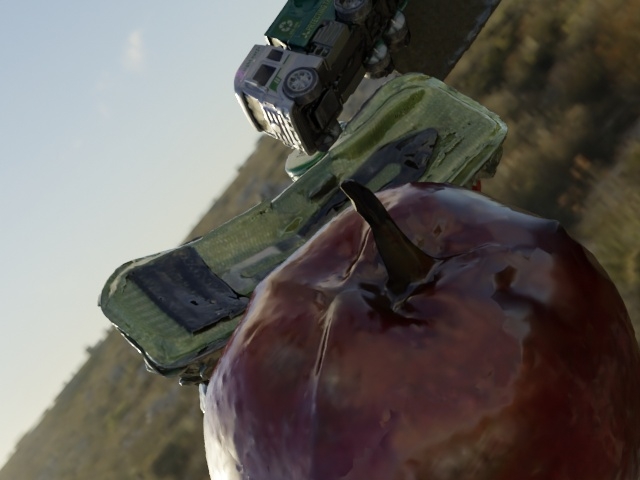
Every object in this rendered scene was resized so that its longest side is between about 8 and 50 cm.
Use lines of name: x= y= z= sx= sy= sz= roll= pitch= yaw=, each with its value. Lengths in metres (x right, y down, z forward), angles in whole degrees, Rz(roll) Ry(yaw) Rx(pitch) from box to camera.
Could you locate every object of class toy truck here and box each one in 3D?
toy truck: x=-0.001 y=-0.197 z=1.241 sx=0.216 sy=0.116 sz=0.110 roll=-58 pitch=-30 yaw=-19

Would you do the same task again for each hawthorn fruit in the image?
hawthorn fruit: x=0.045 y=0.076 z=0.668 sx=0.254 sy=0.300 sz=0.254 roll=-15 pitch=41 yaw=13

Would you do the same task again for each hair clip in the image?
hair clip: x=0.000 y=0.002 z=0.892 sx=0.321 sy=0.138 sz=0.091 roll=-35 pitch=-41 yaw=-20

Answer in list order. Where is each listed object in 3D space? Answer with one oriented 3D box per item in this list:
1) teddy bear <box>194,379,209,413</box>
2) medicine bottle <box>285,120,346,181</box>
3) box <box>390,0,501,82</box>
teddy bear: x=-0.034 y=0.179 z=1.285 sx=0.144 sy=0.250 sz=0.171 roll=78 pitch=-167 yaw=-61
medicine bottle: x=0.070 y=-0.034 z=1.745 sx=0.133 sy=0.274 sz=0.133 roll=-34 pitch=19 yaw=13
box: x=0.130 y=-0.336 z=1.410 sx=0.273 sy=0.184 sz=0.143 roll=-57 pitch=8 yaw=16
